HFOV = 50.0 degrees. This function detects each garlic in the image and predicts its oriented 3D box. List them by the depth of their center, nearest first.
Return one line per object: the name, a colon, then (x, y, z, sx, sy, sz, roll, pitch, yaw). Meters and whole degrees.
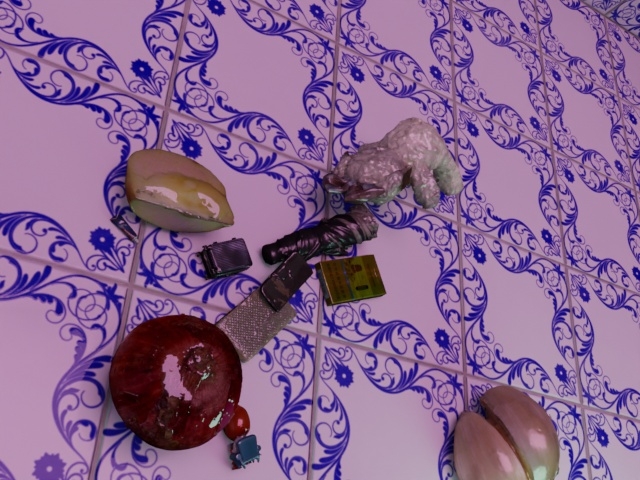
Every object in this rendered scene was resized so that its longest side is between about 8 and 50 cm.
garlic: (0.501, 0.566, 1.857, 0.249, 0.286, 0.313, 25, 48, -79)

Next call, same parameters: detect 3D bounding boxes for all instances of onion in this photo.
onion: (-0.288, 0.286, 1.400, 0.276, 0.276, 0.276, 15, 61, -28)

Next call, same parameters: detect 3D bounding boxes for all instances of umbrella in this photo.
umbrella: (-0.004, -0.003, 1.846, 0.357, 0.106, 0.113, -19, 70, -31)

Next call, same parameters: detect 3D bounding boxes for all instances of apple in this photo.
apple: (-0.347, -0.116, 1.640, 0.264, 0.120, 0.193, 16, 47, -31)

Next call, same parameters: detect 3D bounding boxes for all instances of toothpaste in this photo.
toothpaste: (-0.449, -0.026, 1.587, 0.027, 0.019, 0.083, -42, 94, -15)

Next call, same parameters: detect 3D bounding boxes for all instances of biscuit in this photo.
biscuit: (-0.155, 0.194, 1.670, 0.121, 0.040, 0.199, 52, 50, -5)

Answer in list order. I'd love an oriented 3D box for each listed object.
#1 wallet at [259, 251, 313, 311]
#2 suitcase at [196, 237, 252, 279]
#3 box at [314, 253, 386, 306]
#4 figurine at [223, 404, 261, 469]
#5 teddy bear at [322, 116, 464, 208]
wallet: (-0.085, 0.100, 1.711, 0.157, 0.018, 0.082, -46, 107, -33)
suitcase: (-0.231, 0.044, 1.675, 0.126, 0.059, 0.086, -14, 78, -38)
box: (0.084, 0.106, 1.881, 0.193, 0.030, 0.122, -6, 72, -37)
figurine: (-0.180, 0.430, 1.518, 0.068, 0.075, 0.140, -8, 76, -36)
teddy bear: (0.203, -0.164, 1.978, 0.327, 0.375, 0.362, 33, 76, 31)
